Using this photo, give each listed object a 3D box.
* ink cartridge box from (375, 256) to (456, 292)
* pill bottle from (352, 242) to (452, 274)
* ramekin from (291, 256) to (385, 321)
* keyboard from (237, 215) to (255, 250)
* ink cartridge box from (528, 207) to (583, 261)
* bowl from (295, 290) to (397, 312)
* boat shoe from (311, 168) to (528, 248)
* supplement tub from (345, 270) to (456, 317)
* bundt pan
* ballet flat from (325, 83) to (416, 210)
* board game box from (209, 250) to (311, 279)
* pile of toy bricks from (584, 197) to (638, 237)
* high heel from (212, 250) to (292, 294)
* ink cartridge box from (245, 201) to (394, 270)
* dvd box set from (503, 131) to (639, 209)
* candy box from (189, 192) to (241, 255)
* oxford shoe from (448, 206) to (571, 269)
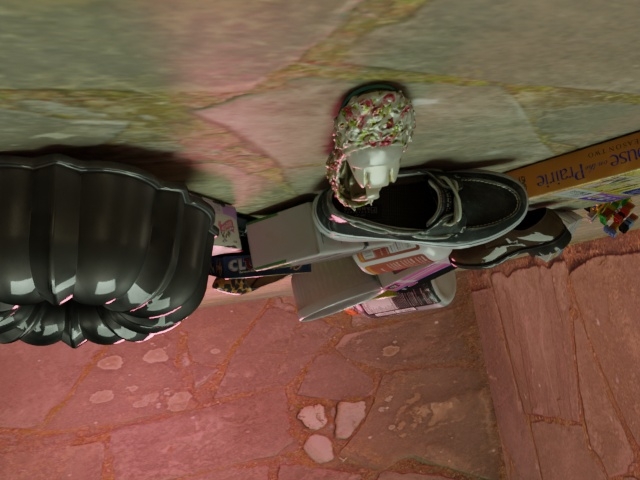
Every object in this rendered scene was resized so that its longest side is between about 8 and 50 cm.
[{"bbox_3d":[0.301,0.004,1.322,0.370,0.069,0.175,-30,161,18],"label":"ink cartridge box"},{"bbox_3d":[0.171,-0.013,1.178,0.216,0.121,0.121,-15,171,36],"label":"pill bottle"},{"bbox_3d":[0.033,0.093,1.389,0.207,0.109,0.207,-20,168,-4],"label":"ramekin"},{"bbox_3d":[-0.191,-0.002,1.152,0.201,0.033,0.317,-11,171,15],"label":"keyboard"},{"bbox_3d":[0.440,-0.023,1.241,0.090,0.092,0.143,35,-156,24],"label":"ink cartridge box"},{"bbox_3d":[0.061,0.106,1.785,0.289,0.156,0.289,-10,172,-1],"label":"bowl"},{"bbox_3d":[0.158,-0.044,0.923,0.334,0.121,0.119,-6,176,-9],"label":"boat shoe"},{"bbox_3d":[0.230,0.127,1.963,0.337,0.207,0.207,-14,171,33],"label":"supplement tub"},{"bbox_3d":[-0.276,0.038,0.698,0.330,0.124,0.331,-5,159,-2],"label":"bundt pan"},{"bbox_3d":[0.054,-0.085,0.665,0.091,0.077,0.241,-8,172,-3],"label":"ballet flat"},{"bbox_3d":[-0.133,0.044,1.247,0.164,0.042,0.243,-4,-179,-20],"label":"board game box"},{"bbox_3d":[0.675,-0.085,1.433,0.105,0.118,0.212,-49,153,5],"label":"pile of toy bricks"},{"bbox_3d":[-0.105,0.057,1.422,0.186,0.093,0.261,-10,-172,38],"label":"high heel"},{"bbox_3d":[0.003,-0.011,1.077,0.153,0.087,0.208,-16,173,39],"label":"ink cartridge box"},{"bbox_3d":[0.554,-0.129,1.027,0.420,0.062,0.307,-16,170,42],"label":"dvd box set"},{"bbox_3d":[-0.236,-0.007,0.902,0.196,0.070,0.165,-11,172,15],"label":"candy box"},{"bbox_3d":[0.325,-0.012,1.149,0.227,0.096,0.083,-22,-150,36],"label":"oxford shoe"}]
